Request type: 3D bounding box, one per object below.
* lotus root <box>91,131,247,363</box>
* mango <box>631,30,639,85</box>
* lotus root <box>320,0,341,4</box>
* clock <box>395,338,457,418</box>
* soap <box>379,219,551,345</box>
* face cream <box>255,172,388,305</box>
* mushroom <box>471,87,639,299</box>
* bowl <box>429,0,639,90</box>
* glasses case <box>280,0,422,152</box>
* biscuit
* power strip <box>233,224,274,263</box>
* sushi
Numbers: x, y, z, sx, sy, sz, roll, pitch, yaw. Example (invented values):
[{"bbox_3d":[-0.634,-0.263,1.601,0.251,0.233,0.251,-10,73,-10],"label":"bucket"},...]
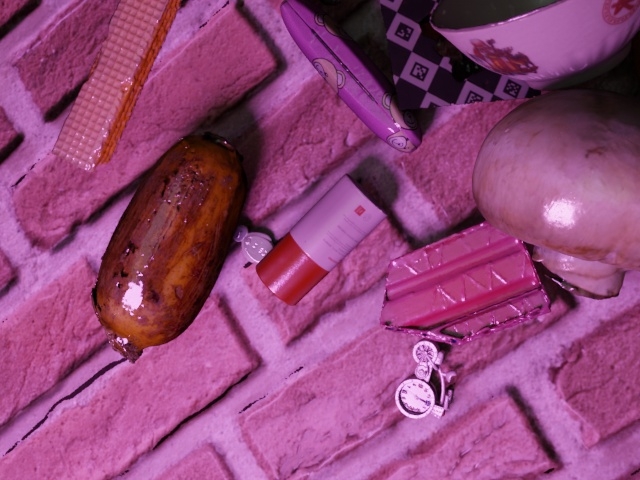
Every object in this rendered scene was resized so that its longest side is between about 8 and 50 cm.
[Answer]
[{"bbox_3d":[-0.246,0.012,1.200,0.179,0.196,0.398,26,90,-22],"label":"lotus root"},{"bbox_3d":[0.517,-0.283,1.042,0.146,0.129,0.289,3,88,1],"label":"mango"},{"bbox_3d":[-0.028,-0.464,1.194,0.120,0.120,0.209,-37,81,11],"label":"lotus root"},{"bbox_3d":[0.170,0.222,1.167,0.087,0.041,0.129,15,98,18],"label":"clock"},{"bbox_3d":[0.208,0.075,1.131,0.249,0.099,0.162,-22,84,12],"label":"soap"},{"bbox_3d":[0.000,0.000,1.185,0.214,0.096,0.096,-45,79,10],"label":"face cream"},{"bbox_3d":[0.373,-0.066,0.983,0.352,0.352,0.260,21,115,13],"label":"mushroom"},{"bbox_3d":[0.335,-0.312,1.024,0.337,0.337,0.158,-24,116,13],"label":"bowl"},{"bbox_3d":[0.049,-0.264,1.164,0.076,0.123,0.316,-41,79,10],"label":"glasses case"},{"bbox_3d":[-0.351,-0.304,1.299,0.094,0.054,0.379,27,95,12],"label":"biscuit"},{"bbox_3d":[-0.112,0.006,1.251,0.083,0.035,0.055,39,98,-2],"label":"power strip"},{"bbox_3d":[0.208,-0.307,1.147,0.231,0.047,0.220,-7,80,-11],"label":"sushi"}]
